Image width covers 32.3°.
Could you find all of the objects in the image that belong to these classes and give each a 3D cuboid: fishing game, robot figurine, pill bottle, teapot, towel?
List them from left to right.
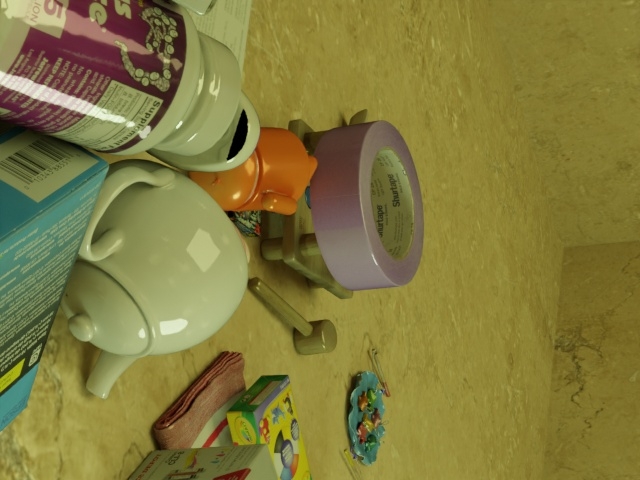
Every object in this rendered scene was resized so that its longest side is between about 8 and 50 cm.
[{"bbox_3d":[-0.219,-0.174,1.021,0.302,0.169,0.169,16,69,-49],"label":"pill bottle"},{"bbox_3d":[-0.219,0.040,1.264,0.187,0.253,0.256,-48,114,-38],"label":"teapot"},{"bbox_3d":[-0.135,0.354,1.604,0.237,0.037,0.328,-47,127,-59],"label":"towel"},{"bbox_3d":[-0.103,-0.106,1.639,0.219,0.128,0.158,-5,81,-47],"label":"robot figurine"},{"bbox_3d":[0.100,0.342,2.142,0.264,0.041,0.189,-68,146,-48],"label":"fishing game"}]

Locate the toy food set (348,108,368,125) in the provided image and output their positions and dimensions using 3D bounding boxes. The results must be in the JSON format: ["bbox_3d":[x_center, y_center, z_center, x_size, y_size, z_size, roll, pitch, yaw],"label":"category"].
[{"bbox_3d":[0.119,-0.084,2.224,0.306,0.093,0.219,61,33,-43],"label":"toy food set"}]

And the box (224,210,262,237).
[{"bbox_3d":[-0.123,-0.083,1.751,0.094,0.027,0.137,38,50,-60],"label":"box"}]

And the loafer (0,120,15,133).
[{"bbox_3d":[-0.331,-0.184,1.168,0.134,0.130,0.365,-14,97,-66],"label":"loafer"}]

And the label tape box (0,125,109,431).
[{"bbox_3d":[-0.344,0.077,1.052,0.333,0.106,0.240,-64,173,30],"label":"label tape box"}]

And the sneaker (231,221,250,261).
[{"bbox_3d":[-0.139,0.037,1.653,0.070,0.051,0.134,55,32,-40],"label":"sneaker"}]

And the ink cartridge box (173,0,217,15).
[{"bbox_3d":[-0.273,-0.347,1.027,0.330,0.071,0.324,24,14,-34],"label":"ink cartridge box"}]

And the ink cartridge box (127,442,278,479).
[{"bbox_3d":[-0.150,0.345,1.395,0.128,0.176,0.127,-48,126,-61],"label":"ink cartridge box"}]

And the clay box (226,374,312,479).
[{"bbox_3d":[-0.070,0.327,1.646,0.127,0.053,0.221,-42,122,-60],"label":"clay box"}]

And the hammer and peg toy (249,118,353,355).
[{"bbox_3d":[0.000,0.000,1.884,0.266,0.127,0.361,38,50,-59],"label":"hammer and peg toy"}]

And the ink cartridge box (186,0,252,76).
[{"bbox_3d":[-0.249,-0.409,1.520,0.385,0.091,0.308,30,56,-42],"label":"ink cartridge box"}]

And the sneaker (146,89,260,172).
[{"bbox_3d":[-0.153,-0.158,1.350,0.236,0.323,0.130,10,100,-59],"label":"sneaker"}]

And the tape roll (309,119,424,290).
[{"bbox_3d":[0.082,-0.057,1.820,0.275,0.090,0.274,-6,90,-65],"label":"tape roll"}]
